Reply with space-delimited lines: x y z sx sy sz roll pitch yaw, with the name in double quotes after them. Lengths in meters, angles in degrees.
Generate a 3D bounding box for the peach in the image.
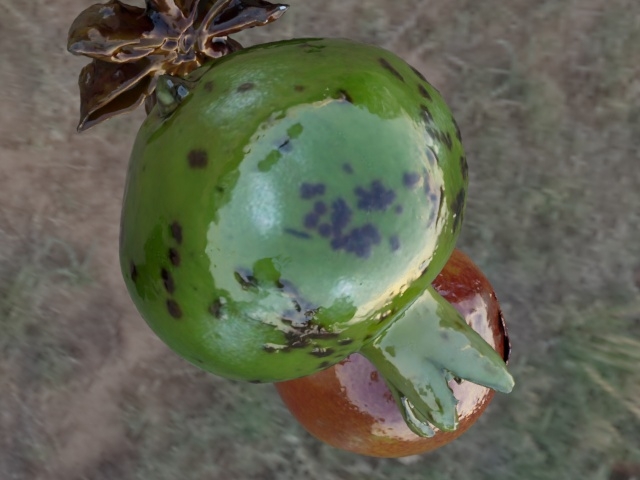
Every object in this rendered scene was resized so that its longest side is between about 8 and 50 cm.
0.064 0.098 1.639 0.231 0.231 0.231 -7 103 -31 "peach"

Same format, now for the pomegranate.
0.000 0.000 0.970 0.211 0.211 0.263 -46 104 -16 "pomegranate"

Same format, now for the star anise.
-0.122 -0.167 1.409 0.212 0.111 0.196 -36 126 -14 "star anise"
